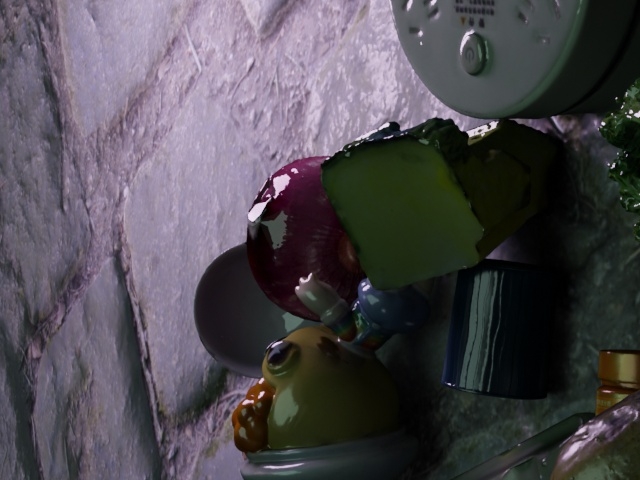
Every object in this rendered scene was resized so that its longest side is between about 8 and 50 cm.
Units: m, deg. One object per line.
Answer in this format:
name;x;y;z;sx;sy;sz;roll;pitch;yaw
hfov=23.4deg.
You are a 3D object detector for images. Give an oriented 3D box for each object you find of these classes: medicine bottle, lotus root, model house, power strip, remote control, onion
medicine bottle;0.310;0.202;1.481;0.096;0.096;0.191;-2;86;58
lotus root;0.330;0.190;1.354;0.278;0.154;0.154;-32;50;4
model house;0.147;-0.074;1.673;0.194;0.211;0.170;-23;97;50
power strip;0.217;-0.303;1.568;0.357;0.161;0.357;15;108;57
remote control;0.204;0.294;1.674;0.335;0.066;0.128;-40;52;50
onion;-0.007;-0.004;1.939;0.200;0.201;0.207;56;139;44

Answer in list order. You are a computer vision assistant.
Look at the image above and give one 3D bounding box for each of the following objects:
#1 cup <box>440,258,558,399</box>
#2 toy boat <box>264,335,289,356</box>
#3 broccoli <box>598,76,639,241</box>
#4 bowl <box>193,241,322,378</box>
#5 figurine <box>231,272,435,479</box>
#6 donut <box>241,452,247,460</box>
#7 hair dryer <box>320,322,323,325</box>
cup;0.186;0.091;1.676;0.150;0.113;0.138;12;96;56
toy boat;-0.007;0.145;1.956;0.060;0.141;0.055;-159;75;-65
broccoli;0.361;-0.056;1.313;0.261;0.241;0.269;-20;100;36
bowl;-0.071;0.087;2.088;0.086;0.189;0.189;-39;-42;-78
figurine;0.037;0.146;1.812;0.205;0.225;0.381;32;114;40
donut;-0.047;0.327;2.078;0.117;0.065;0.166;-48;50;48
hair dryer;0.014;0.116;2.019;0.037;0.063;0.114;2;67;63
